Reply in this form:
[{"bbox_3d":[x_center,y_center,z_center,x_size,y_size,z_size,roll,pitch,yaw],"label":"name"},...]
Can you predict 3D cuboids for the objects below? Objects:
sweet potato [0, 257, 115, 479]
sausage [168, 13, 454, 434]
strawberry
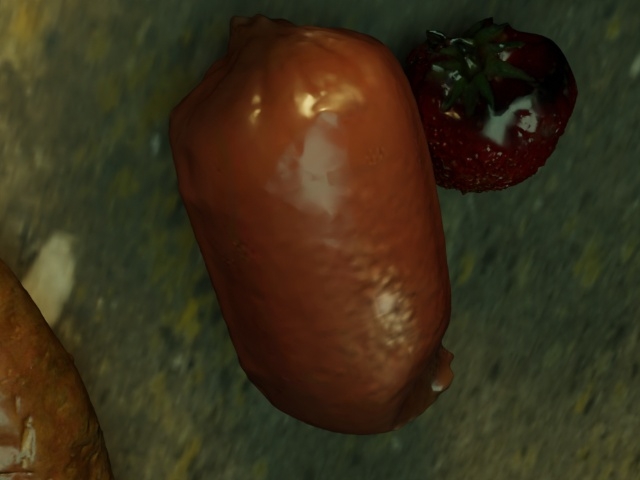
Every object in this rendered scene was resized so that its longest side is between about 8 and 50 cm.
[{"bbox_3d":[-0.184,0.101,0.543,0.097,0.097,0.252,-19,107,-4],"label":"sweet potato"},{"bbox_3d":[0.000,0.000,0.517,0.148,0.148,0.254,-14,112,-6],"label":"sausage"},{"bbox_3d":[0.096,-0.073,0.540,0.106,0.106,0.106,-3,109,-10],"label":"strawberry"}]
